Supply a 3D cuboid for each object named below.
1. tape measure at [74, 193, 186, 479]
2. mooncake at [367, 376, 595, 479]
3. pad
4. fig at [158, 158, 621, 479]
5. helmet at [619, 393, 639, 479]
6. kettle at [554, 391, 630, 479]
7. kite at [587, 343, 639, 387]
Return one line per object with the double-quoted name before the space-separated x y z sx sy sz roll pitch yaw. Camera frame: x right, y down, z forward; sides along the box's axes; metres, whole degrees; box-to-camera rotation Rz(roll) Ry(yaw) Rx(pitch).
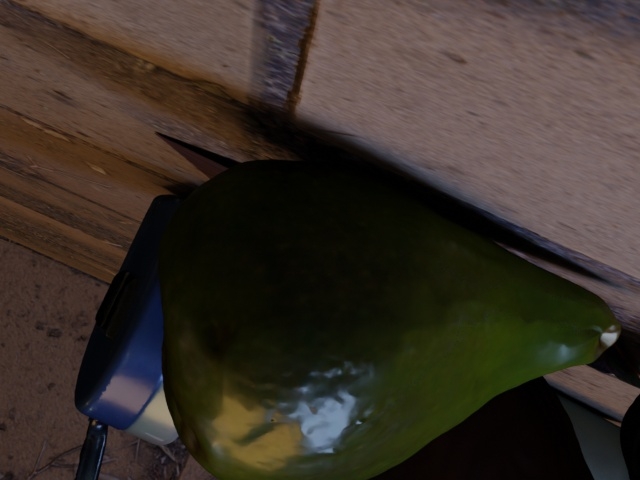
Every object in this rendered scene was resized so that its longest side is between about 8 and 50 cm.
"tape measure" -0.158 0.126 1.587 0.098 0.351 0.215 23 176 -14
"mooncake" 0.082 0.181 1.374 0.334 0.174 0.326 55 -155 -13
"pad" -0.041 -0.029 1.407 0.113 0.006 0.188 27 174 27
"fig" 0.042 0.044 1.127 0.275 0.206 0.206 -5 176 -6
"helmet" 0.274 0.148 1.398 0.123 0.098 0.070 26 -159 -20
"kettle" 0.164 0.197 1.928 0.255 0.165 0.240 27 -159 -23
"kite" 0.154 0.055 1.399 0.321 0.016 0.234 26 172 -22
